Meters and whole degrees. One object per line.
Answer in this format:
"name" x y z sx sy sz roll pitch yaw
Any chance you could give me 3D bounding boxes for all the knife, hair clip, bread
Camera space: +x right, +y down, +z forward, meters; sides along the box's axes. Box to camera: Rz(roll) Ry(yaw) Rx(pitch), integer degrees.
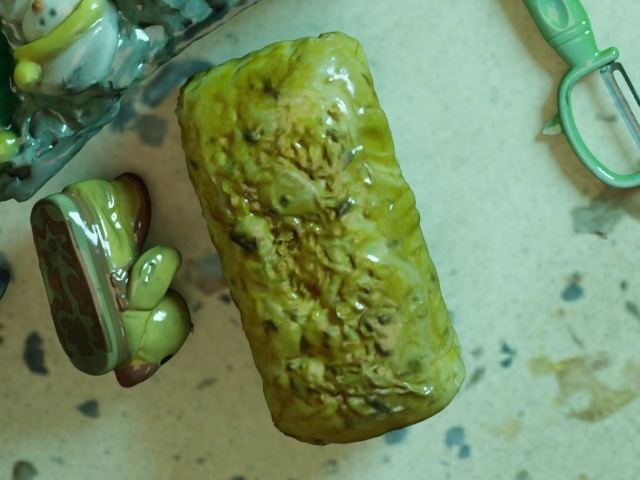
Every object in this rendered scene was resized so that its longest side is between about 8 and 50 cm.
"knife" 0.109 -0.116 1.005 0.054 0.015 0.212 -25 104 21
"hair clip" -0.085 -0.147 0.961 0.321 0.091 0.138 -35 77 13
"bread" 0.000 0.000 1.019 0.114 0.083 0.211 -16 103 16

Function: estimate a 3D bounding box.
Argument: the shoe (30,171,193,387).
"shoe" -0.105 0.018 1.041 0.072 0.069 0.109 -29 91 51

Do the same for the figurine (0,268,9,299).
"figurine" -0.326 0.061 1.045 0.265 0.140 0.193 10 69 22
